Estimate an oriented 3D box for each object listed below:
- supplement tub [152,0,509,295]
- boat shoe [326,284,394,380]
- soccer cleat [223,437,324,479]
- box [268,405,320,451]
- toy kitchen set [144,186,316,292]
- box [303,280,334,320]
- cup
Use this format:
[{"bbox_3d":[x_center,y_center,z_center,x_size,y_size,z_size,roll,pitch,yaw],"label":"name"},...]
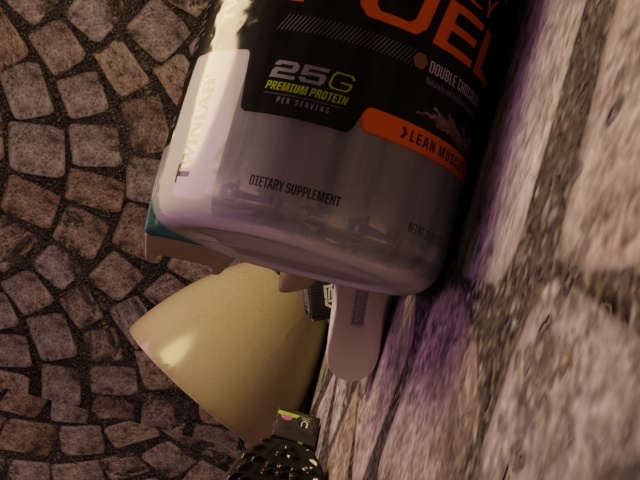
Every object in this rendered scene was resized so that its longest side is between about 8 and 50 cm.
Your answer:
[{"bbox_3d":[0.022,-0.145,0.605,0.207,0.207,0.338,119,165,-82],"label":"supplement tub"},{"bbox_3d":[0.045,0.036,0.783,0.063,0.066,0.184,-89,5,-78],"label":"boat shoe"},{"bbox_3d":[-0.060,0.326,0.829,0.318,0.109,0.116,-83,4,-61],"label":"soccer cleat"},{"bbox_3d":[-0.041,0.278,1.162,0.052,0.062,0.083,-75,1,-52],"label":"box"},{"bbox_3d":[-0.049,-0.080,0.729,0.122,0.166,0.207,127,153,-59],"label":"toy kitchen set"},{"bbox_3d":[0.000,0.000,1.213,0.270,0.060,0.216,145,119,-86],"label":"box"},{"bbox_3d":[-0.126,0.172,1.472,0.237,0.331,0.331,-48,-1,-6],"label":"cup"}]
